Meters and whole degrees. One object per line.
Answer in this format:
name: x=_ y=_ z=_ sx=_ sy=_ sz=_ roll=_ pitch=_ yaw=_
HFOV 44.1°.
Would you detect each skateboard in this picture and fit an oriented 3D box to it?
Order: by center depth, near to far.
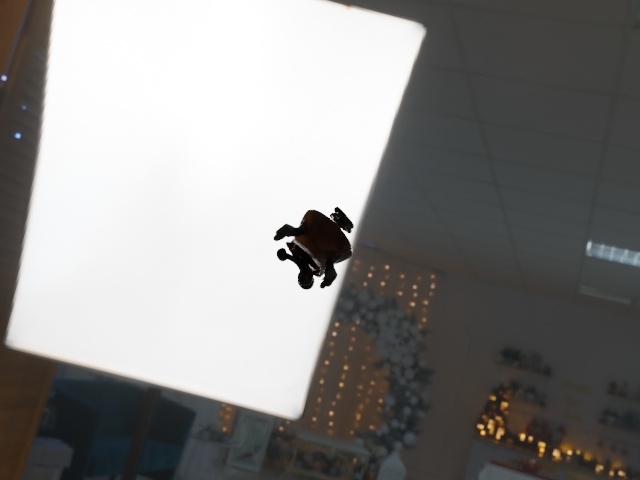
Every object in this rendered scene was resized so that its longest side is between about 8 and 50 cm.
skateboard: x=0.000 y=0.000 z=0.745 sx=0.067 sy=0.080 sz=0.151 roll=45 pitch=-9 yaw=0
